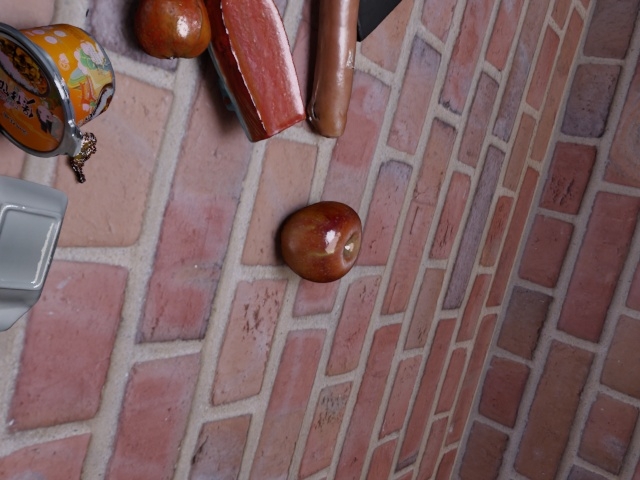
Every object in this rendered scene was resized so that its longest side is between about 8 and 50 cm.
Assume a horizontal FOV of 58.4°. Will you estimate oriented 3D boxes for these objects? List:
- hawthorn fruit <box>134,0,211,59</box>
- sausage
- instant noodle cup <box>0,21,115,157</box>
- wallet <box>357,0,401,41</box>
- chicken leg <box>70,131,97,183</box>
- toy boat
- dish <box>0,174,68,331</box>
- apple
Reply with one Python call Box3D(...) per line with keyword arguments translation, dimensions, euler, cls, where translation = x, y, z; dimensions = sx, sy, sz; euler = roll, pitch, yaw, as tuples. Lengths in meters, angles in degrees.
Box3D(translation=(-0.239, -0.350, 0.921), dimensions=(0.128, 0.128, 0.128), euler=(-25, 124, -44), cls="hawthorn fruit")
Box3D(translation=(0.031, -0.421, 1.223), dimensions=(0.094, 0.094, 0.419), euler=(-6, 118, -23), cls="sausage")
Box3D(translation=(-0.368, -0.219, 0.786), dimensions=(0.208, 0.177, 0.125), euler=(55, 40, -13), cls="instant noodle cup")
Box3D(translation=(0.162, -0.648, 1.344), dimensions=(0.377, 0.051, 0.197), euler=(-51, 138, -27), cls="wallet")
Box3D(translation=(-0.380, -0.133, 0.911), dimensions=(0.036, 0.021, 0.083), euler=(15, 94, -62), cls="chicken leg")
Box3D(translation=(-0.144, -0.350, 1.039), dimensions=(0.145, 0.133, 0.332), euler=(-34, 120, -32), cls="toy boat")
Box3D(translation=(-0.459, 0.028, 0.847), dimensions=(0.154, 0.064, 0.234), euler=(13, 96, -54), cls="dish")
Box3D(translation=(0.000, 0.000, 1.341), dimensions=(0.201, 0.162, 0.201), euler=(-41, 139, -49), cls="apple")
